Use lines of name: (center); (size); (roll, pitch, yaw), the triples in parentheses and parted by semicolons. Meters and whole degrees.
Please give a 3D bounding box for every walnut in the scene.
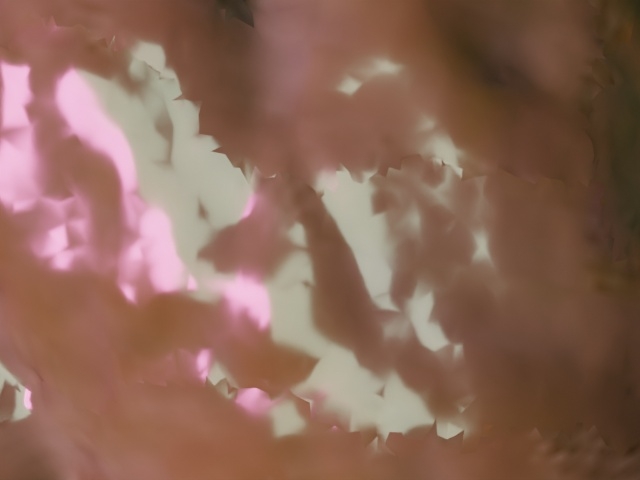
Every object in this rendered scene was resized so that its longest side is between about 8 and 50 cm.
walnut: (0.000, 0.000, 0.472); (0.381, 0.381, 0.381); (6, 111, 16)
